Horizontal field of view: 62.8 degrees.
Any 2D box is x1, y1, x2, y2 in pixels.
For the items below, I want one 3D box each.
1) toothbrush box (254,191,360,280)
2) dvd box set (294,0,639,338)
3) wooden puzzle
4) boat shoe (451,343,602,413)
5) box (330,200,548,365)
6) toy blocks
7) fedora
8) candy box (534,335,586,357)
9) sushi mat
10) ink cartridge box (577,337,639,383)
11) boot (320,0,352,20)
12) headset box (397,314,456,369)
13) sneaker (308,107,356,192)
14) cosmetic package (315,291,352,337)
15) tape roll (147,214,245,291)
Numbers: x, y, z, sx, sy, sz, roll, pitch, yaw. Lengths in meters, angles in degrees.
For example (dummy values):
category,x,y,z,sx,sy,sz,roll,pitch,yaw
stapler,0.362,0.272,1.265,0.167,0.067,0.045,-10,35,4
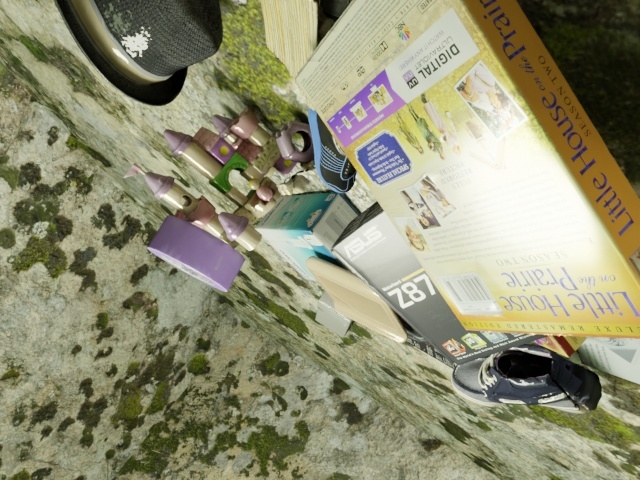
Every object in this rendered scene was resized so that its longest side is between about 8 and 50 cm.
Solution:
category,x,y,z,sx,sy,sz,roll,pitch,yaw
toothbrush box,0.000,0.000,1.311,0.216,0.126,0.295,46,159,-24
dvd box set,0.157,-0.078,0.580,0.420,0.062,0.307,55,159,-6
wooden puzzle,0.091,0.134,1.222,0.221,0.044,0.239,22,156,33
boat shoe,0.376,0.267,1.084,0.158,0.127,0.340,33,152,-27
box,0.246,0.018,0.800,0.318,0.097,0.395,44,140,-7
toy blocks,-0.204,-0.158,1.084,0.260,0.289,0.309,41,164,-23
fedora,-0.257,-0.382,0.817,0.152,0.334,0.334,-6,141,20
candy box,0.385,0.138,0.974,0.109,0.053,0.186,48,175,-13
sushi mat,-0.047,-0.301,0.734,0.151,0.019,0.316,55,175,6
ink cartridge box,0.497,0.165,0.920,0.224,0.045,0.223,16,151,48
boot,0.070,-0.336,0.510,0.223,0.118,0.338,49,169,-34
headset box,0.237,0.174,1.300,0.293,0.110,0.218,27,157,30
sneaker,0.042,-0.159,0.958,0.090,0.081,0.232,35,160,32
cosmetic package,0.062,0.229,1.745,0.127,0.107,0.238,31,156,12
tape roll,-0.259,0.029,1.104,0.189,0.080,0.189,27,167,7
